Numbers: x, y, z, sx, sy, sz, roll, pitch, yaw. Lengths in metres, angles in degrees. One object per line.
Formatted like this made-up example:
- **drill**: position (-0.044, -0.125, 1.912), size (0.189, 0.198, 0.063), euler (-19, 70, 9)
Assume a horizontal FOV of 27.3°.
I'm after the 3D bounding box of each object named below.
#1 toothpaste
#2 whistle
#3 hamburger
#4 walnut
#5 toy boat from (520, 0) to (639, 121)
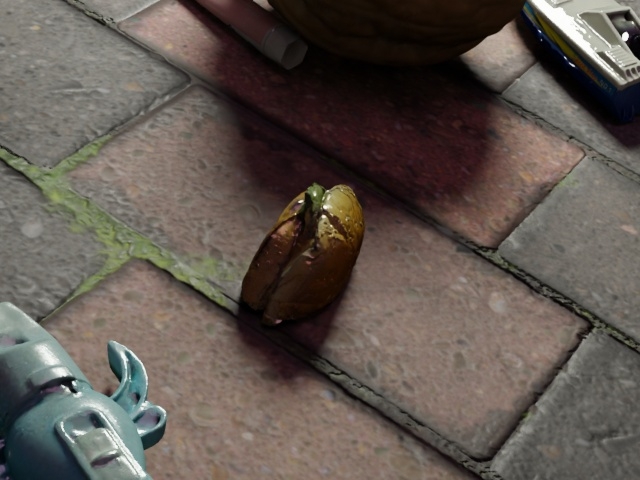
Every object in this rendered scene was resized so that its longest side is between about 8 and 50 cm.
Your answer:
- **toothpaste**: position (-0.092, -0.261, 1.521), size (0.067, 0.043, 0.194), euler (-20, 48, -37)
- **whistle**: position (-0.199, 0.146, 1.004), size (0.186, 0.093, 0.274), euler (-17, 48, -32)
- **hamburger**: position (0.000, -0.001, 1.221), size (0.087, 0.102, 0.176), euler (35, 43, 3)
- **walnut**: position (0.092, -0.347, 1.488), size (0.343, 0.306, 0.306), euler (11, 39, -28)
- **toy boat**: position (0.323, -0.273, 1.630), size (0.129, 0.088, 0.295), euler (-13, 50, -30)
